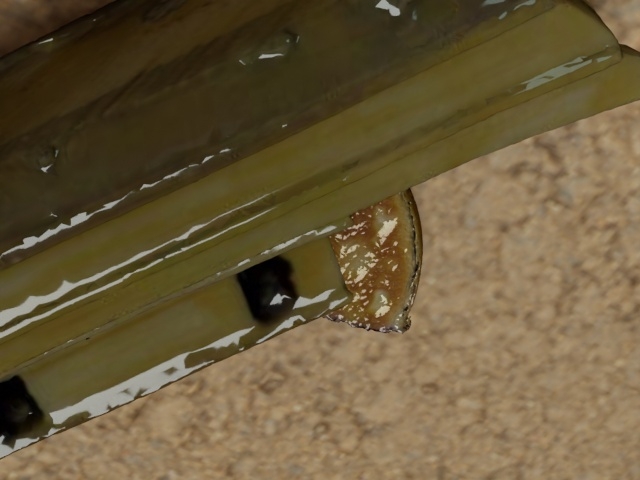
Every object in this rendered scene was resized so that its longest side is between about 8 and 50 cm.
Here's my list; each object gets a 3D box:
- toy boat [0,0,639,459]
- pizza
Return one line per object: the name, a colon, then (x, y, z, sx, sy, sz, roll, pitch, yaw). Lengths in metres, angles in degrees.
toy boat: (-0.070, -0.002, 0.580, 0.445, 0.136, 0.162, -26, 130, -4)
pizza: (0.013, -0.007, 0.689, 0.100, 0.029, 0.099, 13, 116, -19)
